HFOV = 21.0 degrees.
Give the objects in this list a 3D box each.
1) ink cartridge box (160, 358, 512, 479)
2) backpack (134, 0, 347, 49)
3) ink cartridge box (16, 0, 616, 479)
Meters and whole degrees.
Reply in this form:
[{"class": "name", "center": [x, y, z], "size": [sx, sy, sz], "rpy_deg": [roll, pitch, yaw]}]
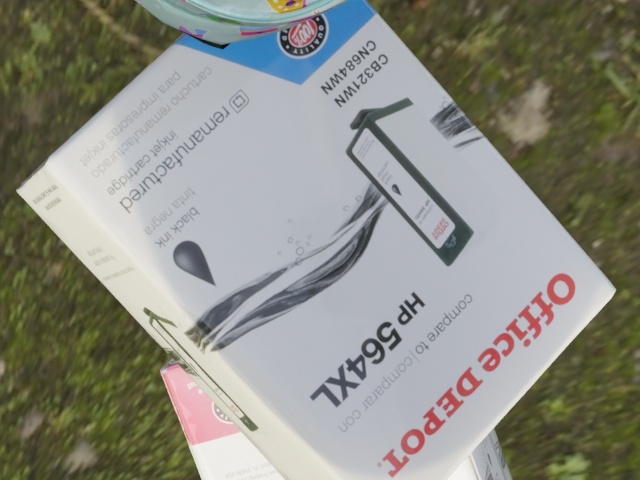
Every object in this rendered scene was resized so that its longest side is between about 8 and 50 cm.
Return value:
[{"class": "ink cartridge box", "center": [0.031, 0.185, 1.316], "size": [0.207, 0.117, 0.283], "rpy_deg": [-18, 98, 17]}, {"class": "backpack", "center": [-0.004, -0.153, 0.579], "size": [0.152, 0.115, 0.182], "rpy_deg": [44, 77, -5]}, {"class": "ink cartridge box", "center": [0.000, 0.000, 0.718], "size": [0.203, 0.086, 0.148], "rpy_deg": [47, 72, -8]}]
